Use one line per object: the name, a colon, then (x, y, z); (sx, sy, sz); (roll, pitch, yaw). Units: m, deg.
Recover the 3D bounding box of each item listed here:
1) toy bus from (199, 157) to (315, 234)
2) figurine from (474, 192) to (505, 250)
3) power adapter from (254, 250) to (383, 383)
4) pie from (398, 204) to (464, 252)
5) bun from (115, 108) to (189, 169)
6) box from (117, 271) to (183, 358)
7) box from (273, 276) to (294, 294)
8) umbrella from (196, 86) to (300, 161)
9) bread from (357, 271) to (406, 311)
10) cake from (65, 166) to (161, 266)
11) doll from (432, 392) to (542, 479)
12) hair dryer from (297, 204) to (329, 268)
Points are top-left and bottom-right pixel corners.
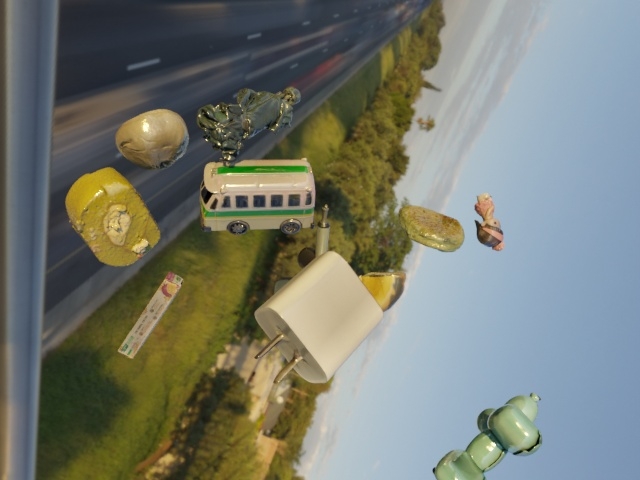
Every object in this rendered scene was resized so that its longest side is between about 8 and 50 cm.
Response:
toy bus: (-0.167, -0.122, 1.278); (0.179, 0.305, 0.143); (101, -16, -52)
figurine: (0.374, -0.040, 1.083); (0.072, 0.054, 0.129); (34, 43, -46)
power adapter: (-0.020, 0.168, 0.953); (0.255, 0.187, 0.124); (-40, -174, -32)
pie: (0.430, -0.048, 1.881); (0.277, 0.276, 0.079); (-63, 170, -59)
bun: (-0.397, -0.231, 1.166); (0.166, 0.114, 0.173); (-24, 175, -22)
box: (-0.369, 0.164, 1.056); (0.207, 0.041, 0.050); (-54, -164, 10)
box: (-0.089, 0.226, 2.012); (0.090, 0.200, 0.145); (-55, 144, -83)
umbrella: (-0.171, -0.326, 1.257); (0.349, 0.094, 0.143); (-45, 120, -43)
bread: (0.200, 0.202, 1.835); (0.158, 0.260, 0.156); (1, 85, -69)
cake: (-0.556, -0.056, 1.286); (0.179, 0.156, 0.261); (-40, 142, -22)
doll: (0.209, 0.239, 0.579); (0.159, 0.059, 0.158); (-42, 157, -3)
hair dryer: (0.000, 0.000, 1.122); (0.057, 0.100, 0.198); (-22, 133, -39)
